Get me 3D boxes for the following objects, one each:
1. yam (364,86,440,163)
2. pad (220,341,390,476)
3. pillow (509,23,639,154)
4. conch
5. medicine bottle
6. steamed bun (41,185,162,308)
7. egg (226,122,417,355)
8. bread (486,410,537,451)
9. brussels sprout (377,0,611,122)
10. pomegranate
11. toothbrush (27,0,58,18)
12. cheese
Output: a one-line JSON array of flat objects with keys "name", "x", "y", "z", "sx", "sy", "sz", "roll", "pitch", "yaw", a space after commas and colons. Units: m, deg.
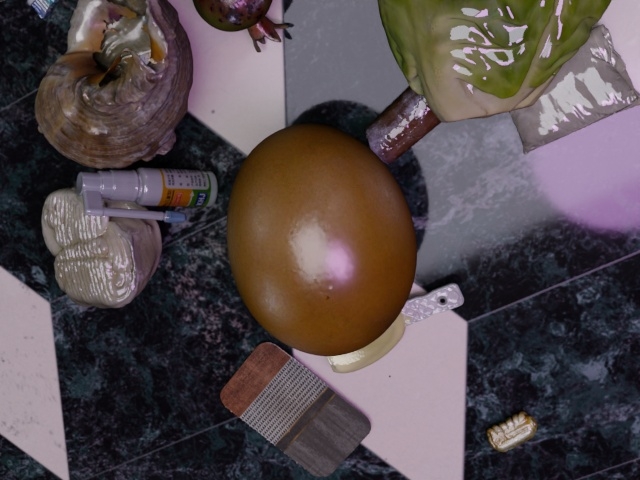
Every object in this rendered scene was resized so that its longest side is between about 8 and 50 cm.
[{"name": "yam", "x": 0.136, "y": -0.188, "z": 1.356, "sx": 0.141, "sy": 0.079, "sz": 0.079, "roll": -41, "pitch": 95, "yaw": 19}, {"name": "pad", "x": -0.006, "y": 0.254, "z": 1.509, "sx": 0.250, "sy": 0.055, "sz": 0.323, "roll": 38, "pitch": 131, "yaw": -1}, {"name": "pillow", "x": 0.361, "y": -0.219, "z": 1.305, "sx": 0.181, "sy": 0.078, "sz": 0.134, "roll": -25, "pitch": 96, "yaw": 23}, {"name": "conch", "x": -0.284, "y": -0.260, "z": 1.344, "sx": 0.352, "sy": 0.210, "sz": 0.297, "roll": -3, "pitch": 86, "yaw": 43}, {"name": "medicine bottle", "x": -0.270, "y": -0.072, "z": 1.399, "sx": 0.061, "sy": 0.220, "sz": 0.092, "roll": -47, "pitch": 51, "yaw": 48}, {"name": "steamed bun", "x": -0.347, "y": 0.002, "z": 1.471, "sx": 0.218, "sy": 0.144, "sz": 0.211, "roll": -8, "pitch": 94, "yaw": 42}, {"name": "egg", "x": 0.000, "y": 0.000, "z": 1.327, "sx": 0.282, "sy": 0.282, "sz": 0.351, "roll": -14, "pitch": 100, "yaw": 14}, {"name": "bread", "x": 0.323, "y": 0.320, "z": 1.491, "sx": 0.088, "sy": 0.033, "sz": 0.049, "roll": -35, "pitch": 83, "yaw": 14}, {"name": "brussels sprout", "x": 0.224, "y": -0.330, "z": 1.191, "sx": 0.289, "sy": 0.281, "sz": 0.355, "roll": -6, "pitch": 110, "yaw": -20}, {"name": "pomegranate", "x": -0.120, "y": -0.356, "z": 1.329, "sx": 0.129, "sy": 0.129, "sz": 0.159, "roll": -30, "pitch": 99, "yaw": 17}, {"name": "toothbrush", "x": -0.320, "y": -0.475, "z": 1.331, "sx": 0.418, "sy": 0.042, "sz": 0.040, "roll": -35, "pitch": 103, "yaw": 32}, {"name": "cheese", "x": 0.113, "y": 0.128, "z": 1.466, "sx": 0.255, "sy": 0.050, "sz": 0.127, "roll": -24, "pitch": 100, "yaw": 16}]
